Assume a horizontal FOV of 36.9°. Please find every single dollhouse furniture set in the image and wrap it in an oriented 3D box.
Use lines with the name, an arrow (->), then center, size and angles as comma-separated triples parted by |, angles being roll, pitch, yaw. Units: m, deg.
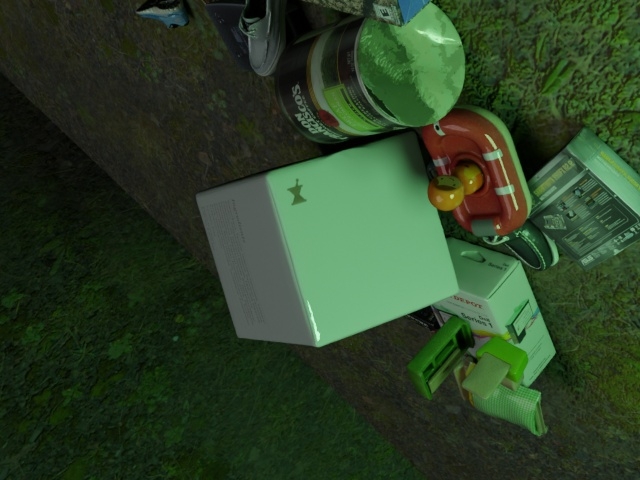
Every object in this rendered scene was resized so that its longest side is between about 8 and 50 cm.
dollhouse furniture set -> 0.325, 0.325, 1.948 | 0.197, 0.151, 0.302 | 27, 154, 37

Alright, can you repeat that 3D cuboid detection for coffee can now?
coffee can -> 0.074, -0.272, 1.569 | 0.202, 0.201, 0.275 | 52, 157, -18

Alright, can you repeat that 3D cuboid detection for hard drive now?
hard drive -> -0.105, -0.398, 1.863 | 0.254, 0.054, 0.172 | 19, 148, 46

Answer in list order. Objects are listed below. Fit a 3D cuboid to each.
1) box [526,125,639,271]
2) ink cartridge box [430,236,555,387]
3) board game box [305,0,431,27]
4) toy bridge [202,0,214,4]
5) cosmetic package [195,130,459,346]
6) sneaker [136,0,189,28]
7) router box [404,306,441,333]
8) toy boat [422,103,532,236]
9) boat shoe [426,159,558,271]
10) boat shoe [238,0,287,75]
box -> 0.423, -0.059, 1.526 | 0.183, 0.056, 0.231 | 44, 159, 5
ink cartridge box -> 0.339, 0.147, 1.965 | 0.201, 0.117, 0.278 | 20, 148, 47
board game box -> 0.028, -0.467, 1.379 | 0.291, 0.141, 0.232 | 26, 152, 40
toy bridge -> -0.250, -0.533, 1.916 | 0.063, 0.026, 0.188 | 21, 148, 48
cosmetic package -> 0.000, 0.000, 1.892 | 0.393, 0.329, 0.328 | -6, 100, 64
sneaker -> -0.346, -0.495, 2.111 | 0.162, 0.063, 0.073 | 20, 151, 47
router box -> 0.250, 0.135, 2.096 | 0.092, 0.122, 0.038 | 27, 157, 38
toy boat -> 0.231, -0.099, 1.546 | 0.151, 0.151, 0.231 | -4, 113, 52
boat shoe -> 0.303, -0.047, 1.713 | 0.302, 0.091, 0.114 | 47, 159, -6
boat shoe -> -0.109, -0.400, 1.705 | 0.079, 0.081, 0.228 | 33, 126, 35
